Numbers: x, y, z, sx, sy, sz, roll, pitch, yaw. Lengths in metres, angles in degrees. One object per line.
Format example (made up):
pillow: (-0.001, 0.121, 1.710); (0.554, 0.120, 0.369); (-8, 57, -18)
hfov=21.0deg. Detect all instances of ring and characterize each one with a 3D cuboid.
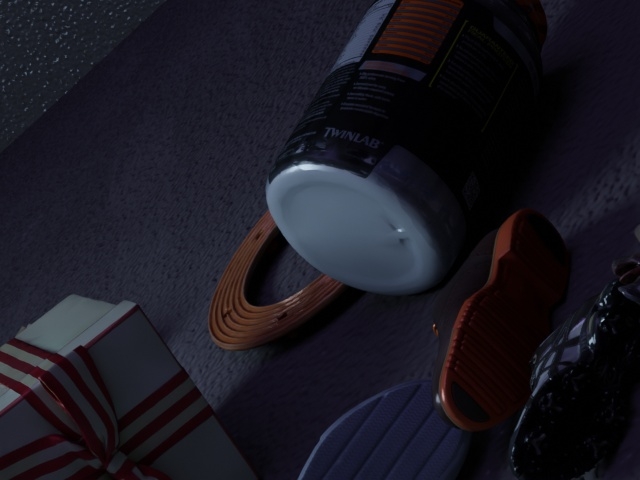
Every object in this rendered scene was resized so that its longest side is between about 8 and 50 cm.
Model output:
ring: (0.000, 0.000, 1.983); (0.336, 0.032, 0.337); (-37, 23, 19)

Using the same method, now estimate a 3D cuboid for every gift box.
gift box: (-0.243, 0.229, 1.722); (0.276, 0.255, 0.258); (-44, 18, -17)

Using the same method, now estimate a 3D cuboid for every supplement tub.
supplement tub: (0.101, -0.127, 1.780); (0.207, 0.207, 0.338); (-18, 34, 50)

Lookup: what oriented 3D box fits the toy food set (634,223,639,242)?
toy food set: (0.339, -0.057, 1.444); (0.192, 0.038, 0.132); (-43, 21, 9)

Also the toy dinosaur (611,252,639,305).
toy dinosaur: (0.353, -0.025, 1.267); (0.295, 0.127, 0.200); (-31, 31, 6)

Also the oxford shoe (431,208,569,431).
oxford shoe: (0.142, 0.083, 1.501); (0.098, 0.097, 0.271); (-34, 14, 37)

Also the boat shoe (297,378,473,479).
boat shoe: (0.017, 0.239, 1.433); (0.302, 0.109, 0.094); (-44, -25, -26)

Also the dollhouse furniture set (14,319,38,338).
dollhouse furniture set: (-0.339, 0.186, 2.160); (0.151, 0.144, 0.123); (13, 66, 49)

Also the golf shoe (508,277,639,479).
golf shoe: (0.198, 0.120, 1.361); (0.198, 0.077, 0.094); (-50, 10, -29)
